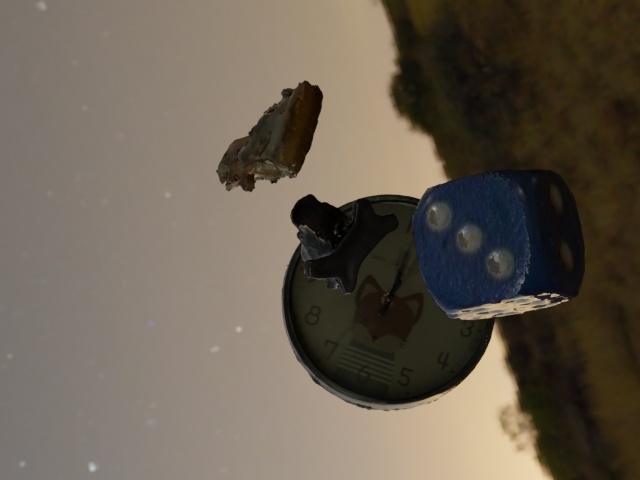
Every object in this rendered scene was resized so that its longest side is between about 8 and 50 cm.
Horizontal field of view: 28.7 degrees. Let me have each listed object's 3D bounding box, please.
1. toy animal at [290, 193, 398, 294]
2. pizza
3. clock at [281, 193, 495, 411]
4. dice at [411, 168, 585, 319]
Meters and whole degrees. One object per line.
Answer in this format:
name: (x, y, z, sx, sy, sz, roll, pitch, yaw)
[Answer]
toy animal: (-0.003, -0.001, 1.561, 0.117, 0.121, 0.210, 31, 170, -13)
pizza: (-0.090, -0.159, 2.013, 0.297, 0.071, 0.189, -17, 50, 64)
clock: (0.101, 0.090, 1.851, 0.067, 0.325, 0.325, 79, 174, -82)
dice: (0.192, 0.002, 1.324, 0.143, 0.146, 0.146, 5, -107, -56)
